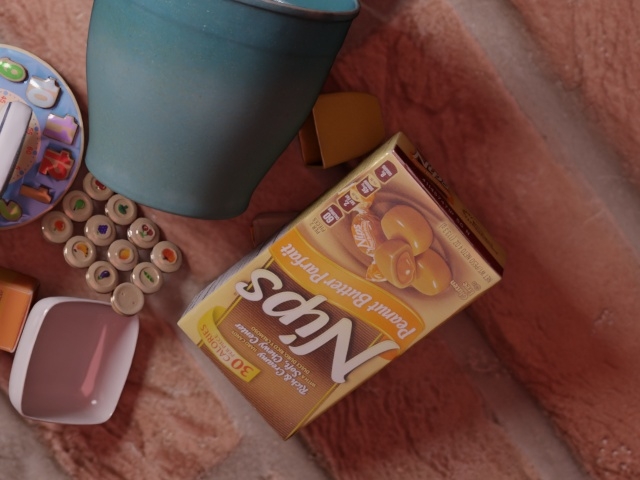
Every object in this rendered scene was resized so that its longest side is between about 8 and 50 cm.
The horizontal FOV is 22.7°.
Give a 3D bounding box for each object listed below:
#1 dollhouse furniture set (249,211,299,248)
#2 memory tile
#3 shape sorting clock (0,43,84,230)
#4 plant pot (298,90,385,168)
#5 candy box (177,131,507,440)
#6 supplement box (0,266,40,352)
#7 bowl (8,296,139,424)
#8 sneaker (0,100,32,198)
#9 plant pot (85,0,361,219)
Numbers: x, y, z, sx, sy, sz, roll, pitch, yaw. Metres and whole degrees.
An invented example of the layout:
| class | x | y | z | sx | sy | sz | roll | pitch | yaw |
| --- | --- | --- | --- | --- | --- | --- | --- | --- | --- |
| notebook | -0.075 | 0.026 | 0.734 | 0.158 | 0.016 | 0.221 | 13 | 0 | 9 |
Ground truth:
| class | x | y | z | sx | sy | sz | roll | pitch | yaw |
| --- | --- | --- | --- | --- | --- | --- | --- | --- | --- |
| dollhouse furniture set | 0.000 | 0.000 | 1.795 | 0.152 | 0.058 | 0.076 | -2 | 105 | 15 |
| memory tile | -0.229 | 0.003 | 1.752 | 0.148 | 0.012 | 0.113 | 47 | 57 | -8 |
| shape sorting clock | -0.362 | -0.113 | 1.745 | 0.206 | 0.040 | 0.206 | 0 | 96 | -5 |
| plant pot | 0.024 | -0.127 | 1.756 | 0.083 | 0.081 | 0.081 | -13 | 97 | -15 |
| candy box | 0.023 | 0.052 | 1.724 | 0.316 | 0.087 | 0.183 | -39 | 98 | 20 |
| supplement box | -0.432 | 0.049 | 1.740 | 0.233 | 0.078 | 0.080 | 19 | 97 | -6 |
| bowl | -0.277 | 0.127 | 1.749 | 0.142 | 0.053 | 0.142 | 12 | 98 | -47 |
| sneaker | -0.389 | -0.042 | 1.667 | 0.091 | 0.094 | 0.258 | 28 | 77 | -8 |
| plant pot | -0.128 | -0.170 | 1.658 | 0.272 | 0.271 | 0.255 | 18 | 109 | -6 |
